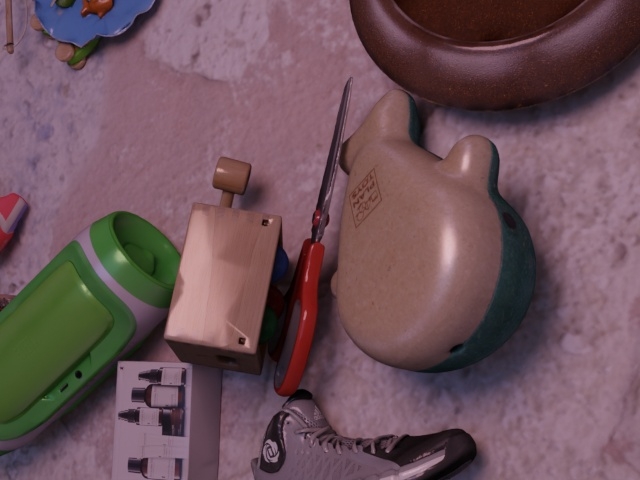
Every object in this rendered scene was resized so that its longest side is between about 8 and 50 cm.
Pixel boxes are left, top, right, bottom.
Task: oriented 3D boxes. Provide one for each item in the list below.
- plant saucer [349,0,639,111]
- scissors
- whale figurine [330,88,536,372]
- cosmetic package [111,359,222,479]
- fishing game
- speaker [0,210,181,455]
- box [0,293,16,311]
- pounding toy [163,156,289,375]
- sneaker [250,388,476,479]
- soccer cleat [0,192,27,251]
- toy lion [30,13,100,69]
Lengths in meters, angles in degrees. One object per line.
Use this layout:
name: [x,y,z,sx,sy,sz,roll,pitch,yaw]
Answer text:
plant saucer: [0.164,-0.267,0.854,0.310,0.050,0.311,-7,71,20]
scissors: [0.000,0.000,0.887,0.109,0.021,0.297,-120,46,-69]
whale figurine: [0.096,-0.009,0.850,0.216,0.141,0.272,-50,38,33]
cosmetic package: [-0.161,0.244,0.973,0.099,0.060,0.239,-3,81,29]
fishing game: [-0.266,-0.314,1.107,0.264,0.041,0.189,-14,71,17]
speaker: [-0.280,0.103,1.022,0.296,0.131,0.131,-42,66,17]
box: [-0.384,0.098,1.071,0.094,0.137,0.027,-41,66,16]
pounding toy: [-0.074,0.020,0.924,0.094,0.181,0.206,10,73,2]
sneaker: [0.021,0.186,0.872,0.228,0.086,0.132,-31,67,22]
soccer cleat: [-0.464,-0.046,1.181,0.248,0.083,0.095,21,63,34]
toy lion: [-0.293,-0.270,1.142,0.096,0.034,0.100,-44,65,7]
